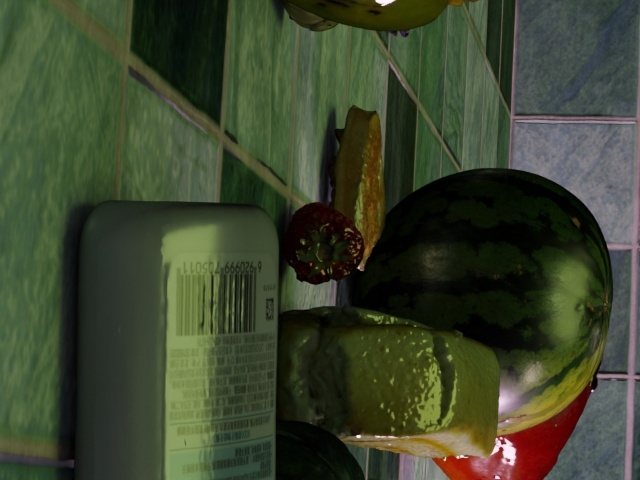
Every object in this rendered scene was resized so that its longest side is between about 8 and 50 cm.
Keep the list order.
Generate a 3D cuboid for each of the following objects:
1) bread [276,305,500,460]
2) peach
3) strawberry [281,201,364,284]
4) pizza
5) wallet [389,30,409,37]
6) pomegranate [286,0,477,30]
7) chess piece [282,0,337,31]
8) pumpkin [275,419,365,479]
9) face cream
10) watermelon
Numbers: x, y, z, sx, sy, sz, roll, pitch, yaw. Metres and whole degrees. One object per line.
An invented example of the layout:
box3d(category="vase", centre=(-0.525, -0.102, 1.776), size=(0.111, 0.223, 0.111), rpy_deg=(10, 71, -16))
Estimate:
box3d(category="bread", centre=(0.052, 0.121, 1.617), size=(0.257, 0.186, 0.124), rpy_deg=(25, 71, -69))
box3d(category="peach", centre=(0.200, 0.164, 2.355), size=(0.258, 0.201, 0.361), rpy_deg=(26, -76, 61))
box3d(category="strawberry", centre=(0.000, 0.000, 1.639), size=(0.083, 0.073, 0.073), rpy_deg=(-115, -160, -63))
box3d(category="pizza", centre=(0.033, -0.040, 1.839), size=(0.134, 0.046, 0.175), rpy_deg=(73, 22, -57))
box3d(category="wallet", centre=(0.084, -0.309, 2.099), size=(0.166, 0.030, 0.111), rpy_deg=(55, 39, -71))
box3d(category="pomegranate", centre=(0.026, -0.297, 1.300), size=(0.340, 0.261, 0.260), rpy_deg=(-110, -173, -45))
box3d(category="chess piece", centre=(-0.021, -0.221, 1.528), size=(0.172, 0.060, 0.060), rpy_deg=(37, 55, -74))
box3d(category="pumpkin", centre=(-0.030, 0.228, 1.288), size=(0.211, 0.152, 0.211), rpy_deg=(-35, 130, -58))
box3d(category="face cream", centre=(-0.085, 0.144, 1.125), size=(0.163, 0.080, 0.336), rpy_deg=(-1, 92, -57))
box3d(category="watermelon", centre=(0.171, 0.069, 1.965), size=(0.285, 0.285, 0.285), rpy_deg=(2, 90, -79))
